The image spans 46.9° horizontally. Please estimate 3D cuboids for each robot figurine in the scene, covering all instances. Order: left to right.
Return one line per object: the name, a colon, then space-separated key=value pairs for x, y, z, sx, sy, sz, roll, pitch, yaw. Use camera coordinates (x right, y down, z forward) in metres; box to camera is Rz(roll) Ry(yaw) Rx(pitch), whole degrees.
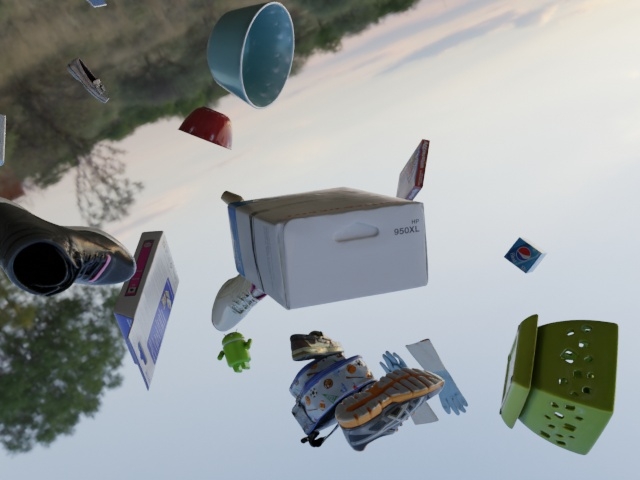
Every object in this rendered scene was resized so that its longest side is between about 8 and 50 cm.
robot figurine: x=-0.228 y=0.300 z=1.999 sx=0.101 sy=0.115 sz=0.067 roll=-24 pitch=162 yaw=14

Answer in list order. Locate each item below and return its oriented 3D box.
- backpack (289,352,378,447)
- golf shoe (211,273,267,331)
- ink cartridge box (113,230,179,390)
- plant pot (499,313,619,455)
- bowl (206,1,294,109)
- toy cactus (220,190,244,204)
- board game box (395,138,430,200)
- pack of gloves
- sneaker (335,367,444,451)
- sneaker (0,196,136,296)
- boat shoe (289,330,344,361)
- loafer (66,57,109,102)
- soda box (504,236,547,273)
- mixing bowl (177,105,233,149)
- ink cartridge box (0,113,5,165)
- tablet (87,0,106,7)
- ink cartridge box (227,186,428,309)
backpack: x=0.046 y=0.447 z=2.210 sx=0.277 sy=0.213 sz=0.263 roll=-29 pitch=165 yaw=-32
golf shoe: x=-0.219 y=0.151 z=2.195 sx=0.306 sy=0.115 sz=0.140 roll=-54 pitch=-159 yaw=3
ink cartridge box: x=-0.413 y=0.157 z=1.746 sx=0.069 sy=0.175 sz=0.370 roll=-5 pitch=-141 yaw=4
plant pot: x=0.516 y=0.306 z=1.619 sx=0.207 sy=0.227 sz=0.228 roll=12 pitch=-128 yaw=10
bowl: x=-0.219 y=-0.554 z=2.173 sx=0.163 sy=0.311 sz=0.311 roll=16 pitch=-147 yaw=22
toy cactus: x=-0.233 y=-0.092 z=2.317 sx=0.112 sy=0.181 sz=0.219 roll=-64 pitch=165 yaw=22
board game box: x=0.264 y=-0.177 z=2.159 sx=0.027 sy=0.145 sz=0.281 roll=11 pitch=164 yaw=-4
pack of gloves: x=0.273 y=0.363 z=1.922 sx=0.195 sy=0.232 sz=0.046 roll=-24 pitch=-170 yaw=44
sneaker: x=0.122 y=0.287 z=1.270 sx=0.215 sy=0.083 sz=0.084 roll=-19 pitch=-159 yaw=-23
sneaker: x=-0.381 y=0.039 z=1.119 sx=0.147 sy=0.296 sz=0.104 roll=41 pitch=-83 yaw=39
boat shoe: x=-0.007 y=0.270 z=1.925 sx=0.080 sy=0.073 sz=0.224 roll=-22 pitch=165 yaw=27
loafer: x=-0.566 y=-0.395 z=1.818 sx=0.039 sy=0.125 sz=0.045 roll=-38 pitch=-156 yaw=17
soda box: x=0.536 y=0.038 z=1.920 sx=0.067 sy=0.071 sz=0.210 roll=-54 pitch=163 yaw=11
mixing bowl: x=-0.345 y=-0.359 z=2.308 sx=0.182 sy=0.098 sz=0.181 roll=21 pitch=-175 yaw=-2
ink cartridge box: x=-0.970 y=-0.287 z=2.040 sx=0.179 sy=0.145 sz=0.045 roll=3 pitch=162 yaw=-25
tablet: x=-0.529 y=-0.564 z=1.707 sx=0.006 sy=0.054 sz=0.083 roll=-38 pitch=-166 yaw=17
ink cartridge box: x=0.000 y=0.000 z=1.473 sx=0.286 sy=0.166 sz=0.395 roll=-9 pitch=-169 yaw=-18
